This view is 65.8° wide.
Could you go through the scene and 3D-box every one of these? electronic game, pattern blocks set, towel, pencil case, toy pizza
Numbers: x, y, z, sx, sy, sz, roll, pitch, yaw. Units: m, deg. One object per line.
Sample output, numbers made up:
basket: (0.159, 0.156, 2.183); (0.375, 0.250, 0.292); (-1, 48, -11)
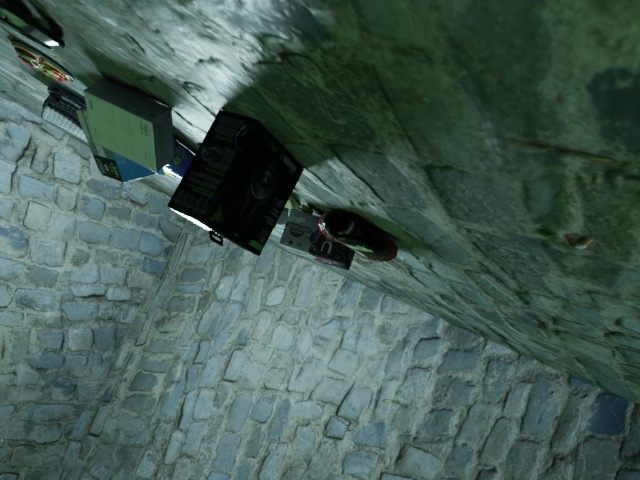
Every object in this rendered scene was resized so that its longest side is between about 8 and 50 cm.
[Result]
electronic game: (-0.717, -0.524, 1.161); (0.229, 0.048, 0.229); (29, 180, 0)
pattern blocks set: (-0.155, -0.162, 1.765); (0.285, 0.026, 0.325); (27, 172, -4)
towel: (-0.975, -0.490, 1.995); (0.283, 0.122, 0.235); (31, 170, -29)
pencil case: (-0.499, -0.275, 1.838); (0.133, 0.119, 0.306); (32, 176, 30)
toy pizza: (-0.885, -0.557, 1.570); (0.201, 0.032, 0.201); (26, 172, 4)

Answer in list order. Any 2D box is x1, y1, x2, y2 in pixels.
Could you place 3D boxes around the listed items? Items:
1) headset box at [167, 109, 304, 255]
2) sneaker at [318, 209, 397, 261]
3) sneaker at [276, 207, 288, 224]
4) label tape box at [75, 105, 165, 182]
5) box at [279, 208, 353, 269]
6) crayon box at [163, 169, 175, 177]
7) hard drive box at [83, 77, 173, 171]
headset box: (-0.202, -0.125, 1.217); (0.131, 0.283, 0.246); (23, 171, 30)
sneaker: (0.117, -0.015, 1.559); (0.275, 0.098, 0.135); (27, 175, 6)
sneaker: (-0.262, -0.128, 2.068); (0.268, 0.101, 0.153); (24, 170, 0)
label tape box: (-0.667, -0.326, 1.633); (0.333, 0.105, 0.241); (18, 129, 46)
box: (0.000, 0.000, 1.768); (0.247, 0.142, 0.163); (16, 172, 12)
crayon box: (-0.749, -0.374, 2.158); (0.318, 0.081, 0.202); (21, 170, 35)
hard drive box: (-0.547, -0.330, 1.425); (0.232, 0.089, 0.181); (25, 137, 8)
